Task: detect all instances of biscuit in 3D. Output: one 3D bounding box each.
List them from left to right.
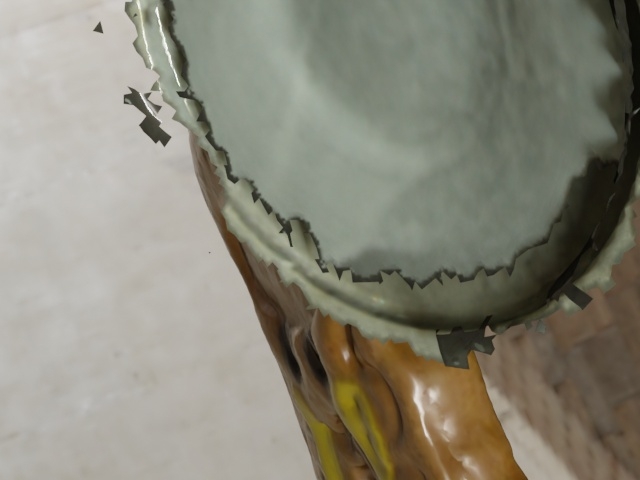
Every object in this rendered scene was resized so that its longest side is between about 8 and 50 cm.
[{"bbox_3d":[-0.003,0.001,0.575,0.295,0.044,0.186,69,162,-4],"label":"biscuit"}]

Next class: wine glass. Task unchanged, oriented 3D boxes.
[{"bbox_3d":[0.113,-0.114,0.529,0.190,0.357,0.191,20,125,32],"label":"wine glass"}]
